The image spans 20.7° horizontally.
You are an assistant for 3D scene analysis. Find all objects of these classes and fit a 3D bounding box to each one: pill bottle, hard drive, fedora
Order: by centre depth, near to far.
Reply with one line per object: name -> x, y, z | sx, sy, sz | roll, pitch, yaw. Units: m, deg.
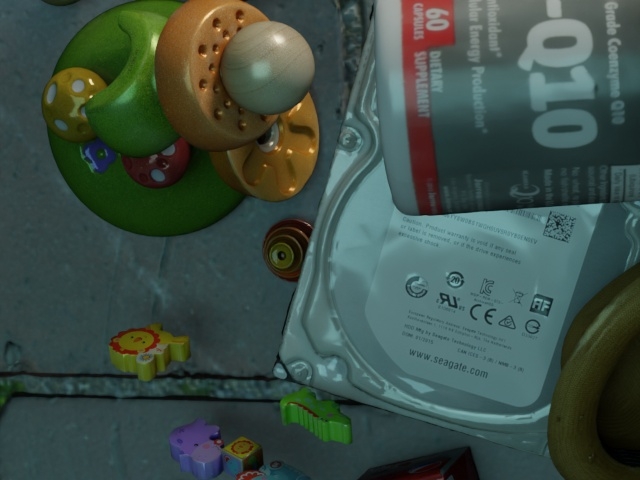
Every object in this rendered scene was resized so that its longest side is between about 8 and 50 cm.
pill bottle -> 0.181, -0.103, 1.079 | 0.283, 0.161, 0.161 | -4, 98, 7
fedora -> 0.218, 0.077, 1.162 | 0.194, 0.194, 0.079 | -61, 35, 17
hard drive -> 0.122, -0.032, 1.218 | 0.237, 0.064, 0.339 | 17, 103, 3

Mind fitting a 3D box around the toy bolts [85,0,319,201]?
toy bolts -> -0.019, -0.145, 1.204 | 0.158, 0.218, 0.228 | -1, 67, 41

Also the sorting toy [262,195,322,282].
sorting toy -> 0.000, 0.000, 1.299 | 0.102, 0.042, 0.061 | -35, 87, 20

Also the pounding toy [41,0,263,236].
pounding toy -> -0.142, -0.113, 1.292 | 0.183, 0.110, 0.236 | -4, 98, 19

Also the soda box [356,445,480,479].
soda box -> 0.098, 0.293, 1.292 | 0.092, 0.083, 0.263 | -17, 93, 20

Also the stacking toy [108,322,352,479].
stacking toy -> -0.062, 0.168, 1.278 | 0.221, 0.052, 0.167 | 20, 128, 38
